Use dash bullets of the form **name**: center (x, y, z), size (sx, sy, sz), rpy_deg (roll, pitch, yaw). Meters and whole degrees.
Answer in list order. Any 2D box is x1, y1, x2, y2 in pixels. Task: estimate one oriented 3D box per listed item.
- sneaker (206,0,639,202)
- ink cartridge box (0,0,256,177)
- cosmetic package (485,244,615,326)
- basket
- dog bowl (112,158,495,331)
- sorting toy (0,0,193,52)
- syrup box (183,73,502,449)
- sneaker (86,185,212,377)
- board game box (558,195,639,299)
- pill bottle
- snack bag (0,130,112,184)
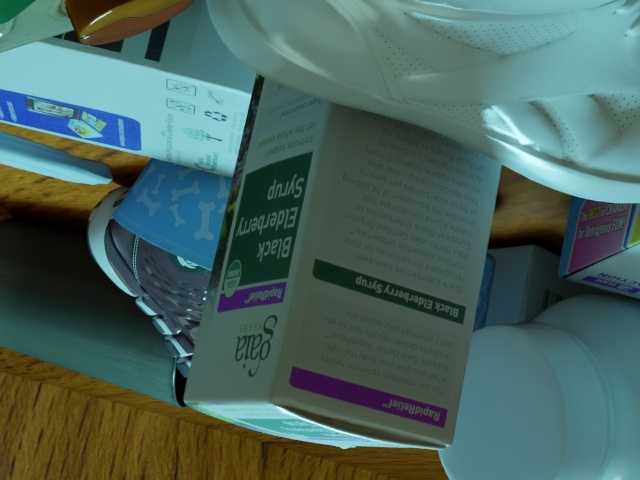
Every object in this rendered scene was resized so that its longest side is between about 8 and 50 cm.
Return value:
- **sneaker**: center (0.121, -0.097, 0.531), size (0.293, 0.108, 0.169), rpy_deg (9, 159, -26)
- **ink cartridge box**: center (-0.194, -0.120, 0.787), size (0.333, 0.065, 0.165), rpy_deg (12, 166, -4)
- **cosmetic package**: center (0.214, 0.111, 1.248), size (0.377, 0.097, 0.284), rpy_deg (23, 160, -35)
- **basket**: center (-0.226, 0.065, 1.345), size (0.227, 0.154, 0.204), rpy_deg (14, 169, 6)
- **dog bowl**: center (0.000, 0.000, 0.970), size (0.297, 0.074, 0.166), rpy_deg (20, -175, -26)
- **sorting toy**: center (-0.159, -0.094, 0.560), size (0.307, 0.041, 0.229), rpy_deg (-22, -178, -22)
- **syrup box**: center (0.019, -0.026, 0.622), size (0.096, 0.236, 0.093), rpy_deg (19, 165, -25)
- **sneaker**: center (-0.062, 0.055, 1.128), size (0.281, 0.106, 0.163), rpy_deg (46, 142, -20)
- **board game box**: center (0.315, -0.006, 0.792), size (0.242, 0.064, 0.316), rpy_deg (15, 165, -10)
- **pill bottle**: center (0.245, 0.126, 0.980), size (0.319, 0.176, 0.176), rpy_deg (4, 173, -36)
- **snack bag**: center (-0.355, -0.086, 0.919), size (0.343, 0.037, 0.323), rpy_deg (12, 178, 30)
